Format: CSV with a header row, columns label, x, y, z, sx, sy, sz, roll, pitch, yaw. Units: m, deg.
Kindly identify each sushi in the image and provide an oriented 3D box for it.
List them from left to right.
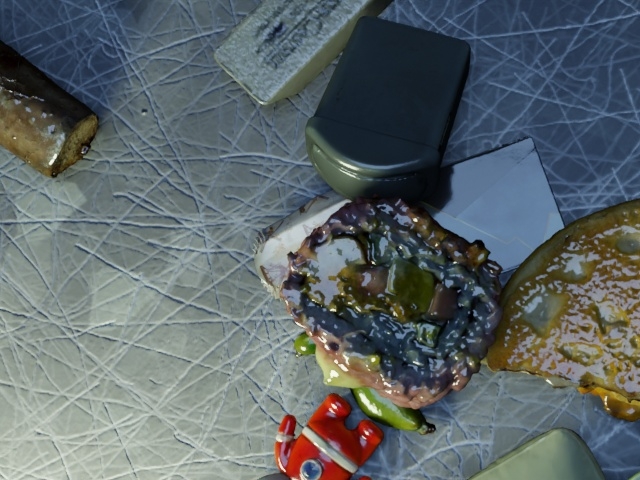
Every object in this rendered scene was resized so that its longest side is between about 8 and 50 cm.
label,x,y,z,sx,sy,sz,roll,pitch,yaw
sushi,0.076,0.080,1.570,0.270,0.171,0.236,30,81,-3

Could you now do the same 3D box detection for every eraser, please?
label,x,y,z,sx,sy,sz,roll,pitch,yaw
eraser,0.016,-0.330,1.723,0.352,0.077,0.111,-45,76,-1

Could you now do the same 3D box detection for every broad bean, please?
label,x,y,z,sx,sy,sz,roll,pitch,yaw
broad bean,0.060,0.181,1.646,0.214,0.048,0.070,37,87,13

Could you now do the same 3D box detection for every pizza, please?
label,x,y,z,sx,sy,sz,roll,pitch,yaw
pizza,0.394,0.085,1.577,0.409,0.114,0.277,-32,76,3

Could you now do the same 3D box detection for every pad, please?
label,x,y,z,sx,sy,sz,roll,pitch,yaw
pad,0.189,-0.024,1.683,0.243,0.004,0.163,-20,78,5

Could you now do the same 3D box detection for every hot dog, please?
label,x,y,z,sx,sy,sz,roll,pitch,yaw
hot dog,0.000,0.000,1.681,0.191,0.059,0.108,-27,86,2

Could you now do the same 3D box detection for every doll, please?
label,x,y,z,sx,sy,sz,roll,pitch,yaw
doll,-0.027,0.312,1.627,0.142,0.076,0.245,40,84,13

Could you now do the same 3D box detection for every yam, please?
label,x,y,z,sx,sy,sz,roll,pitch,yaw
yam,-0.437,-0.201,1.751,0.280,0.131,0.131,36,88,10

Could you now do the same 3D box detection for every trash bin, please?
label,x,y,z,sx,sy,sz,roll,pitch,yaw
trash bin,0.087,-0.160,1.647,0.177,0.101,0.236,16,65,13

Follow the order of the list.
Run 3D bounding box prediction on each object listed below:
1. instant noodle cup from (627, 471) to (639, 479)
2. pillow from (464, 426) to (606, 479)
label,x,y,z,sx,sy,sz,roll,pitch,yaw
instant noodle cup,0.470,0.399,1.406,0.311,0.221,0.311,1,86,-16
pillow,0.222,0.401,1.547,0.322,0.120,0.255,-27,79,3
